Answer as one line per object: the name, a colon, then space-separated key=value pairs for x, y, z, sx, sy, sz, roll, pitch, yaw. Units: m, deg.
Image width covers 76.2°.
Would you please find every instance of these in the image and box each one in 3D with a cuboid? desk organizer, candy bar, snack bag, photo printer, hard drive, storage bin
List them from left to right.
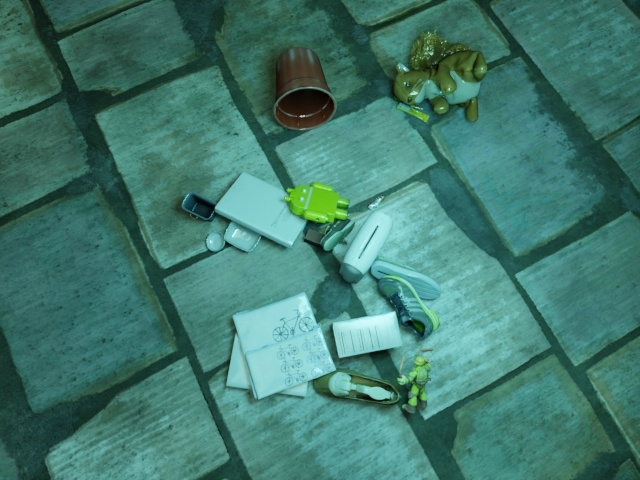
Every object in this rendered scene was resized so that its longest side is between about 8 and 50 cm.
storage bin: x=-0.504 y=-0.128 z=1.725 sx=0.135 sy=0.091 sz=0.098 roll=25 pitch=77 yaw=6
hard drive: x=-0.228 y=-0.133 z=1.720 sx=0.353 sy=0.047 sz=0.233 roll=26 pitch=58 yaw=5
hard drive: x=-0.196 y=0.485 z=1.600 sx=0.308 sy=0.040 sz=0.202 roll=7 pitch=76 yaw=1
snack bag: x=-0.145 y=0.394 z=1.586 sx=0.323 sy=0.037 sz=0.342 roll=-17 pitch=72 yaw=-7
desk organizer: x=0.000 y=0.000 z=1.722 sx=0.130 sy=0.047 sz=0.050 roll=22 pitch=71 yaw=3
photo printer: x=0.173 y=0.030 z=1.584 sx=0.107 sy=0.307 sz=0.256 roll=31 pitch=78 yaw=6
candy bar: x=0.428 y=-0.597 z=1.894 sx=0.162 sy=0.018 sz=0.040 roll=28 pitch=74 yaw=6

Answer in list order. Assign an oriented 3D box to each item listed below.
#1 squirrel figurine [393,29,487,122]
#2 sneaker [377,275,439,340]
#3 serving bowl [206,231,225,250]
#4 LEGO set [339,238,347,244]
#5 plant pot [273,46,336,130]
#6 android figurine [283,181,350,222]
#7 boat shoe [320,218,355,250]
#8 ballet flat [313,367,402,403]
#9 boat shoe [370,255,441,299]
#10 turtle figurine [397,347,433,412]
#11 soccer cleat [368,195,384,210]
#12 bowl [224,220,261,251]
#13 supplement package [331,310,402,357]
squirrel figurine: x=0.510 y=-0.738 z=1.840 sx=0.371 sy=0.281 sz=0.396 roll=-4 pitch=61 yaw=8
sneaker: x=0.337 y=0.260 z=1.597 sx=0.300 sy=0.111 sz=0.121 roll=44 pitch=36 yaw=6
serving bowl: x=-0.436 y=0.006 z=1.720 sx=0.084 sy=0.027 sz=0.083 roll=-2 pitch=80 yaw=15
LEGO set: x=0.085 y=-0.006 z=1.740 sx=0.054 sy=0.023 sz=0.083 roll=-16 pitch=61 yaw=-18
plant pot: x=-0.083 y=-0.677 z=1.796 sx=0.273 sy=0.272 sz=0.264 roll=-7 pitch=68 yaw=-3
android figurine: x=-0.015 y=-0.160 z=1.704 sx=0.273 sy=0.056 sz=0.248 roll=15 pitch=40 yaw=0
boat shoe: x=0.059 y=-0.032 z=1.676 sx=0.069 sy=0.081 sz=0.228 roll=33 pitch=40 yaw=18
ballet flat: x=0.143 y=0.558 z=1.543 sx=0.343 sy=0.124 sz=0.116 roll=13 pitch=76 yaw=3
boat shoe: x=0.353 y=0.141 z=1.665 sx=0.303 sy=0.109 sz=0.094 roll=25 pitch=39 yaw=-1
turtle figurine: x=0.375 y=0.522 z=1.537 sx=0.087 sy=0.270 sz=0.217 roll=8 pitch=100 yaw=36
soccer cleat: x=0.246 y=-0.163 z=1.778 sx=0.083 sy=0.029 sz=0.035 roll=-34 pitch=87 yaw=-5
bowl: x=-0.316 y=-0.029 z=1.722 sx=0.142 sy=0.053 sz=0.141 roll=26 pitch=77 yaw=7
supplement package: x=0.174 y=0.364 z=1.585 sx=0.244 sy=0.139 sz=0.133 roll=-10 pitch=78 yaw=-4
